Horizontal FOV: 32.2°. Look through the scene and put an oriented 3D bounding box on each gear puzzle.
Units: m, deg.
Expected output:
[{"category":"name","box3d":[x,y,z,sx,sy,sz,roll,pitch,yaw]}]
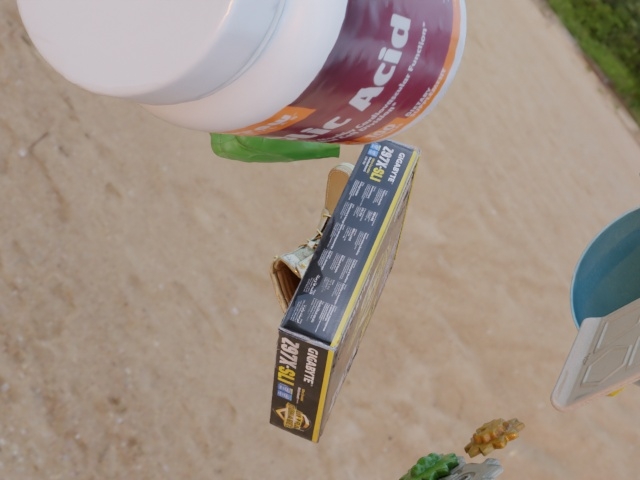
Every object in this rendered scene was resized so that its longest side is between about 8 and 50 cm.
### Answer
[{"category":"gear puzzle","box3d":[0.134,0.307,1.406,0.044,0.339,0.175,64,-27,-5]}]

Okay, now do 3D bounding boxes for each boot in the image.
[{"category":"boot","box3d":[0.000,0.000,2.023,0.095,0.262,0.203,16,23,40]}]

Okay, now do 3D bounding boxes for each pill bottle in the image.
[{"category":"pill bottle","box3d":[-0.044,-0.194,0.894,0.224,0.224,0.392,57,23,13]}]

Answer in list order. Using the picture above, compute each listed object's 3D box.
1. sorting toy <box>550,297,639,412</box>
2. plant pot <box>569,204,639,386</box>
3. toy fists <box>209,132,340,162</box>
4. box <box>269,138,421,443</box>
[{"category":"sorting toy","box3d":[0.389,0.120,1.337,0.038,0.208,0.193,51,41,-10]},{"category":"plant pot","box3d":[0.531,0.108,1.610,0.195,0.290,0.290,49,14,-48]},{"category":"toy fists","box3d":[-0.064,-0.150,1.323,0.279,0.142,0.096,-117,-159,-74]},{"category":"box","box3d":[0.030,0.064,1.431,0.079,0.257,0.322,21,56,7]}]
